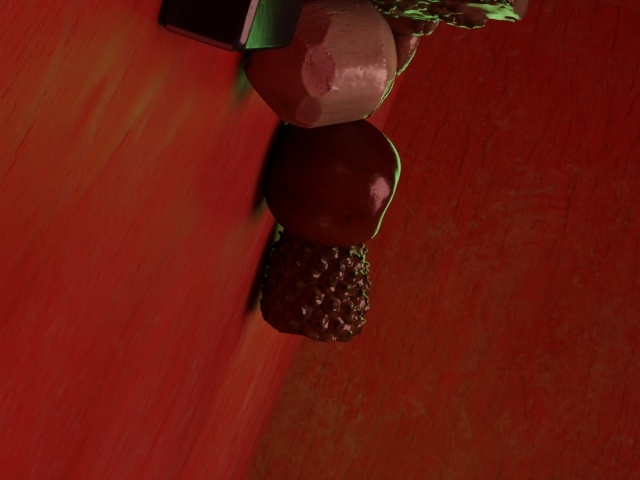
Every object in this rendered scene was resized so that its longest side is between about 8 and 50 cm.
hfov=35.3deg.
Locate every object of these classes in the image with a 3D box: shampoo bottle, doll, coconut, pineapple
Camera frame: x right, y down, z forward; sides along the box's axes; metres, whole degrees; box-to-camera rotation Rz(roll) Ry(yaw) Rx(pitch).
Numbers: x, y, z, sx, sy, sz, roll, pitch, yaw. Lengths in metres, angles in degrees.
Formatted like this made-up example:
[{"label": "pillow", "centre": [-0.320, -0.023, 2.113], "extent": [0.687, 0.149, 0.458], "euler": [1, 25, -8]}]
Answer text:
[{"label": "shampoo bottle", "centre": [-0.071, -0.228, 0.956], "extent": [0.246, 0.080, 0.079], "euler": [-49, 159, -74]}, {"label": "doll", "centre": [0.088, -0.343, 1.497], "extent": [0.303, 0.156, 0.201], "euler": [135, -37, -60]}, {"label": "coconut", "centre": [-0.007, -0.222, 1.222], "extent": [0.171, 0.182, 0.171], "euler": [17, -71, 63]}, {"label": "pineapple", "centre": [0.002, 0.000, 1.883], "extent": [0.223, 0.222, 0.358], "euler": [-30, 127, -81]}]

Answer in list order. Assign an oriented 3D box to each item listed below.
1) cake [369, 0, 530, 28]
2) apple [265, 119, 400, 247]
[{"label": "cake", "centre": [0.141, -0.413, 1.189], "extent": [0.290, 0.255, 0.282], "euler": [34, 73, -59]}, {"label": "apple", "centre": [0.016, -0.099, 1.612], "extent": [0.218, 0.201, 0.218], "euler": [-161, -90, -88]}]
